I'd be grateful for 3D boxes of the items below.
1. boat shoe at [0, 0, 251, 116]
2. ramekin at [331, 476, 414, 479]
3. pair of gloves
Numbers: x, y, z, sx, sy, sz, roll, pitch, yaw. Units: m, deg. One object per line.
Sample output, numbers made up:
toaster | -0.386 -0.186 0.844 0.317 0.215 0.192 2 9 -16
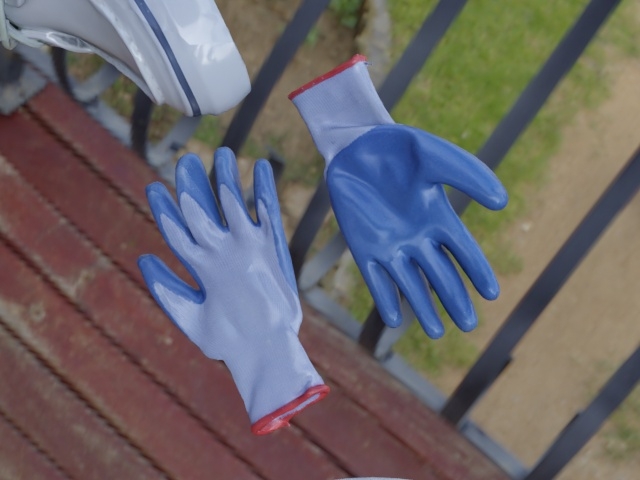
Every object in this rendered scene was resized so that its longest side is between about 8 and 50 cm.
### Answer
boat shoe | -0.107 -0.105 0.594 0.076 0.083 0.226 -33 47 -10
ramekin | 0.040 0.274 1.044 0.273 0.273 0.127 16 44 -10
pair of gloves | 0.000 0.000 0.803 0.159 0.198 0.023 63 17 10
